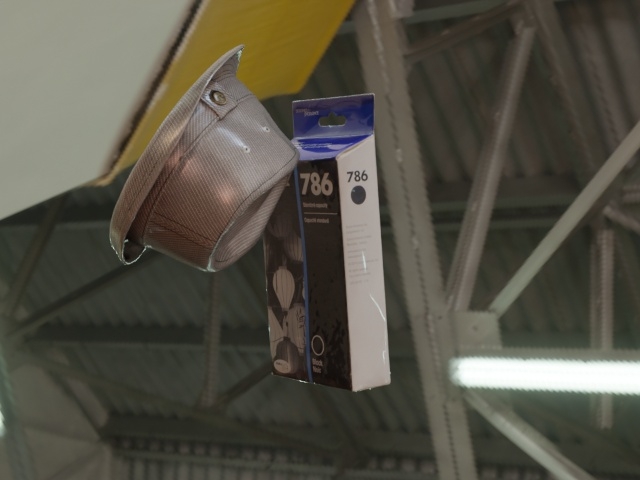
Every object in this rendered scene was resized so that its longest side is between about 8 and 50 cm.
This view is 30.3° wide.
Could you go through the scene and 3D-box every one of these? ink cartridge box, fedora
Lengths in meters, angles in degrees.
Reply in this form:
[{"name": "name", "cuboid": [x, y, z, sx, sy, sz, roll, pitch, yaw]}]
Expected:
[{"name": "ink cartridge box", "cuboid": [0.000, 0.000, 1.367, 0.165, 0.065, 0.332, 1, -84, 54]}, {"name": "fedora", "cuboid": [-0.101, -0.066, 1.222, 0.124, 0.275, 0.243, 31, -61, 3]}]
